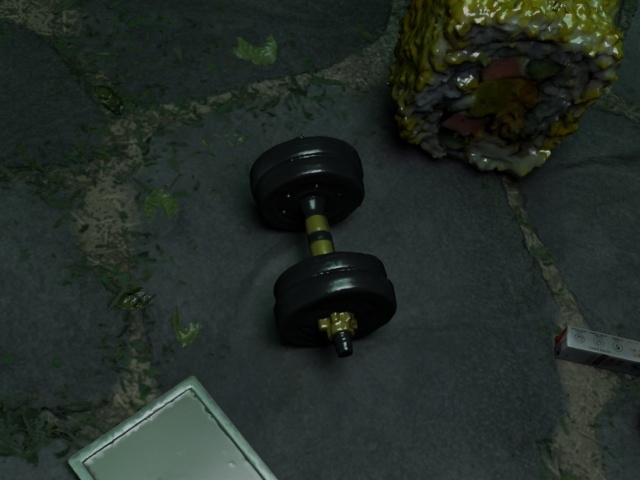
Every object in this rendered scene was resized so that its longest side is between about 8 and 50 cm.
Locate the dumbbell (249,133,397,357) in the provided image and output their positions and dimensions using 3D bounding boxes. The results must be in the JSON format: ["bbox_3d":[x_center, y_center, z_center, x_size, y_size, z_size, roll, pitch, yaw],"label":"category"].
[{"bbox_3d":[0.000,0.000,1.366,0.185,0.185,0.388,-4,60,-14],"label":"dumbbell"}]

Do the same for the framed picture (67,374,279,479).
[{"bbox_3d":[-0.177,0.342,1.208,0.216,0.016,0.273,-32,69,-28],"label":"framed picture"}]

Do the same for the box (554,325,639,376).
[{"bbox_3d":[0.488,0.185,1.424,0.218,0.055,0.039,12,58,-3],"label":"box"}]

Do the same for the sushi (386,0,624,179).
[{"bbox_3d":[0.311,-0.300,1.497,0.351,0.396,0.240,12,54,-15],"label":"sushi"}]
